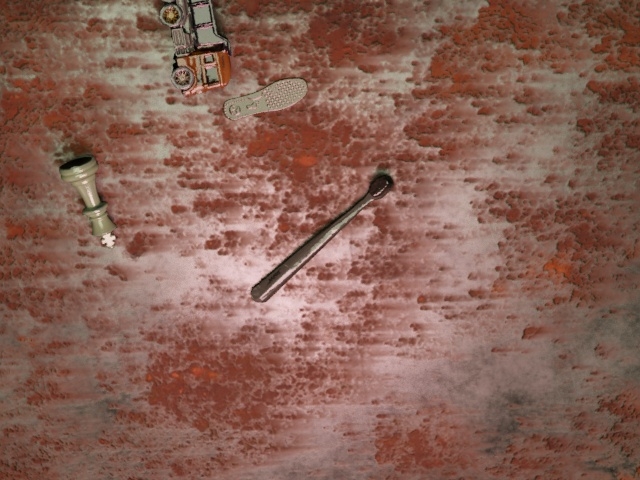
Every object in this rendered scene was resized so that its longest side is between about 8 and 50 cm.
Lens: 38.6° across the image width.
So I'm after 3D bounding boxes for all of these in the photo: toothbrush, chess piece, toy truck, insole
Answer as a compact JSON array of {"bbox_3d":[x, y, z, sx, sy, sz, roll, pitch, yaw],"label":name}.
[{"bbox_3d":[0.000,0.000,1.444,0.297,0.030,0.030,-42,79,11],"label":"toothbrush"},{"bbox_3d":[-0.345,-0.054,1.399,0.059,0.059,0.149,-18,114,2],"label":"chess piece"},{"bbox_3d":[-0.181,-0.307,1.312,0.092,0.083,0.192,-10,106,-6],"label":"toy truck"},{"bbox_3d":[-0.083,-0.214,1.387,0.135,0.002,0.045,-16,107,2],"label":"insole"}]
